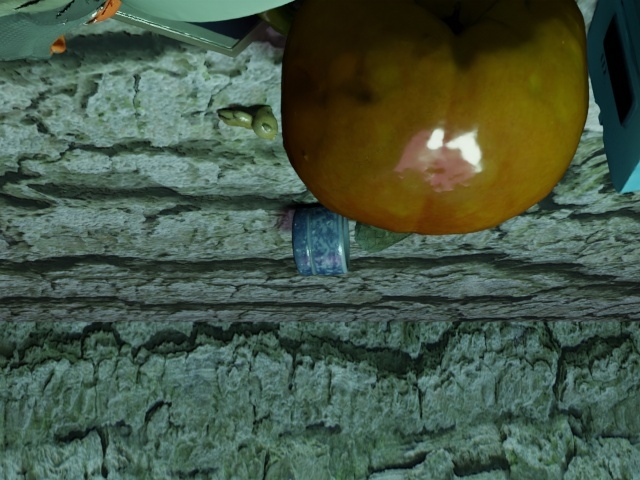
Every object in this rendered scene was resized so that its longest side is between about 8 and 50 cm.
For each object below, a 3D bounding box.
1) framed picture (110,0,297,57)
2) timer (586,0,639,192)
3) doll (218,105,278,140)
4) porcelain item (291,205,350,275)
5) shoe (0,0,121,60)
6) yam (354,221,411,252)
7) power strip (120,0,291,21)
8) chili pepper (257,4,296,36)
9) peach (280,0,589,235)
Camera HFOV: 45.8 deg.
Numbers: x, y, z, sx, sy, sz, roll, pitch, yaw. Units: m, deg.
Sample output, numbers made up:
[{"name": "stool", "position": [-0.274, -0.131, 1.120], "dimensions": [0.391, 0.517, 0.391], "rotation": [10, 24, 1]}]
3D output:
[{"name": "framed picture", "position": [-0.114, -0.301, 0.845], "dimensions": [0.209, 0.019, 0.281], "rotation": [10, 159, -33]}, {"name": "timer", "position": [0.385, -0.198, 0.883], "dimensions": [0.091, 0.231, 0.250], "rotation": [-6, 163, 3]}, {"name": "doll", "position": [-0.111, -0.180, 1.168], "dimensions": [0.093, 0.051, 0.061], "rotation": [-5, 168, 13]}, {"name": "porcelain item", "position": [0.000, 0.000, 1.582], "dimensions": [0.114, 0.147, 0.147], "rotation": [-2, 162, 8]}, {"name": "shoe", "position": [-0.361, -0.252, 0.828], "dimensions": [0.337, 0.132, 0.171], "rotation": [-11, 169, 18]}, {"name": "yam", "position": [0.156, -0.048, 1.522], "dimensions": [0.107, 0.107, 0.183], "rotation": [10, 157, -33]}, {"name": "power strip", "position": [-0.052, -0.296, 0.363], "dimensions": [0.358, 0.357, 0.161], "rotation": [-12, 161, 28]}, {"name": "chili pepper", "position": [-0.038, -0.263, 0.888], "dimensions": [0.049, 0.043, 0.208], "rotation": [-37, 156, 16]}, {"name": "peach", "position": [0.122, -0.154, 0.840], "dimensions": [0.343, 0.342, 0.301], "rotation": [0, 139, -6]}]
